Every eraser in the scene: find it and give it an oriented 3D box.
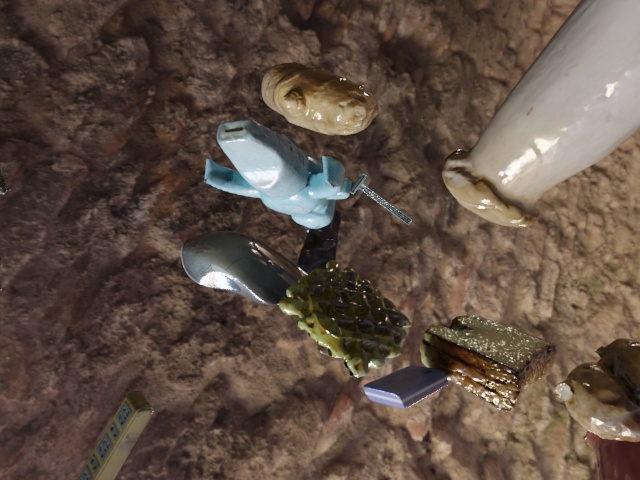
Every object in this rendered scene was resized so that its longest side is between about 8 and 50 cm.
[{"bbox_3d":[0.178,0.293,0.901,0.225,0.082,0.036,2,-93,-51],"label":"eraser"}]

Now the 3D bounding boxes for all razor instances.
[{"bbox_3d":[0.179,-0.108,1.266,0.068,0.191,0.037,-54,-3,8],"label":"razor"}]

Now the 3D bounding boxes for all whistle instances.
[{"bbox_3d":[-0.042,-0.086,0.601,0.274,0.186,0.093,31,-116,-63],"label":"whistle"}]

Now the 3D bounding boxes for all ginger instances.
[{"bbox_3d":[0.401,0.171,0.560,0.204,0.104,0.080,-27,-50,-14],"label":"ginger"},{"bbox_3d":[-0.027,-0.305,0.950,0.190,0.354,0.126,-15,-59,-28],"label":"ginger"}]

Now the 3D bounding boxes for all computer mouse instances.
[{"bbox_3d":[-0.149,0.061,1.043,0.167,0.379,0.090,-64,-7,-49],"label":"computer mouse"}]

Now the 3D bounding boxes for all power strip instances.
[{"bbox_3d":[-0.568,0.583,1.160,0.066,0.092,0.387,34,-97,-47],"label":"power strip"}]

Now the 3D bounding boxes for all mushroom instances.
[{"bbox_3d":[0.299,-0.179,0.451,0.154,0.137,0.407,-31,-16,-51],"label":"mushroom"}]

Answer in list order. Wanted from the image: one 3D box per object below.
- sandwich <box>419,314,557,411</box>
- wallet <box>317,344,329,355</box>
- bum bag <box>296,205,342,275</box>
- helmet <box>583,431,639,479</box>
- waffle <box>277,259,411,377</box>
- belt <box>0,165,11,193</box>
[{"bbox_3d":[0.386,0.265,1.050,0.273,0.249,0.095,-5,-70,-48],"label":"sandwich"},{"bbox_3d":[0.078,0.212,1.152,0.110,0.031,0.198,19,-76,-29],"label":"wallet"},{"bbox_3d":[0.000,0.000,1.455,0.137,0.074,0.310,17,-120,-18],"label":"bum bag"},{"bbox_3d":[0.515,0.402,0.562,0.385,0.337,0.230,107,-172,-65],"label":"helmet"},{"bbox_3d":[0.056,0.126,0.796,0.204,0.223,0.054,-27,-29,-52],"label":"waffle"},{"bbox_3d":[-0.735,-0.172,0.881,0.150,0.257,0.207,-24,-84,-27],"label":"belt"}]
